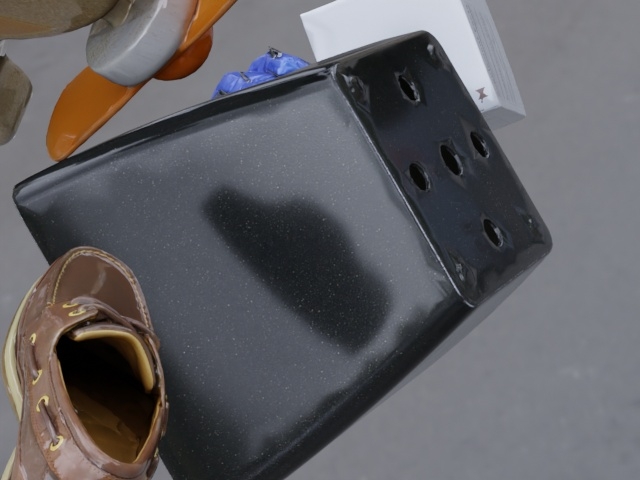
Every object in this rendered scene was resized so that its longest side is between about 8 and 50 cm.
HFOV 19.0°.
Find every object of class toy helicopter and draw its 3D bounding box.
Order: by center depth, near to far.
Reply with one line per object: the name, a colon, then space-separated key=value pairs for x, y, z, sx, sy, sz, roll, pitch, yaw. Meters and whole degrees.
toy helicopter: x=-0.153 y=-0.115 z=0.886 sx=0.235 sy=0.355 sz=0.140 roll=16 pitch=72 yaw=-6

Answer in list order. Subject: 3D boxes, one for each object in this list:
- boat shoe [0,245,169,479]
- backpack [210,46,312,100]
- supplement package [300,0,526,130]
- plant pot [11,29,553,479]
boat shoe: x=-0.081 y=0.053 z=0.711 sx=0.064 sy=0.060 sz=0.178 roll=24 pitch=27 yaw=-17
backpack: x=-0.031 y=-0.088 z=1.437 sx=0.101 sy=0.098 sz=0.120 roll=-64 pitch=21 yaw=4
supplement package: x=0.087 y=-0.150 z=1.675 sx=0.139 sy=0.134 sz=0.244 roll=-20 pitch=-3 yaw=10
plant pot: x=0.000 y=0.000 z=0.932 sx=0.167 sy=0.188 sz=0.187 roll=-30 pitch=-1 yaw=29
